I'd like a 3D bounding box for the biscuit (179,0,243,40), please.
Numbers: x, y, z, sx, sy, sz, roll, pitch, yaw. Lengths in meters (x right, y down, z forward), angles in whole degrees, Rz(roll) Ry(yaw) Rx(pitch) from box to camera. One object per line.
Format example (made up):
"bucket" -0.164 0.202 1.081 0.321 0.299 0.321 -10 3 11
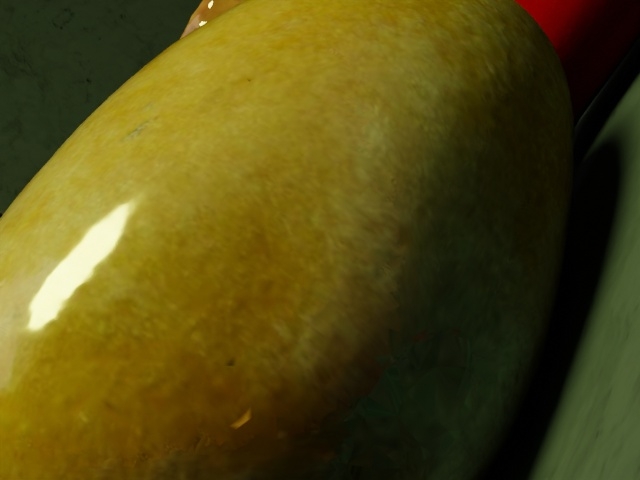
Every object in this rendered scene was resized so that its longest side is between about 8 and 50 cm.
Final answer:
"biscuit" -0.024 0.036 1.015 0.349 0.078 0.455 -65 -19 11

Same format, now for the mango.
"mango" -0.008 0.020 0.733 0.199 0.221 0.384 -5 32 44

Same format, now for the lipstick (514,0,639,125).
"lipstick" 0.143 -0.146 0.831 0.279 0.073 0.073 -57 6 45
